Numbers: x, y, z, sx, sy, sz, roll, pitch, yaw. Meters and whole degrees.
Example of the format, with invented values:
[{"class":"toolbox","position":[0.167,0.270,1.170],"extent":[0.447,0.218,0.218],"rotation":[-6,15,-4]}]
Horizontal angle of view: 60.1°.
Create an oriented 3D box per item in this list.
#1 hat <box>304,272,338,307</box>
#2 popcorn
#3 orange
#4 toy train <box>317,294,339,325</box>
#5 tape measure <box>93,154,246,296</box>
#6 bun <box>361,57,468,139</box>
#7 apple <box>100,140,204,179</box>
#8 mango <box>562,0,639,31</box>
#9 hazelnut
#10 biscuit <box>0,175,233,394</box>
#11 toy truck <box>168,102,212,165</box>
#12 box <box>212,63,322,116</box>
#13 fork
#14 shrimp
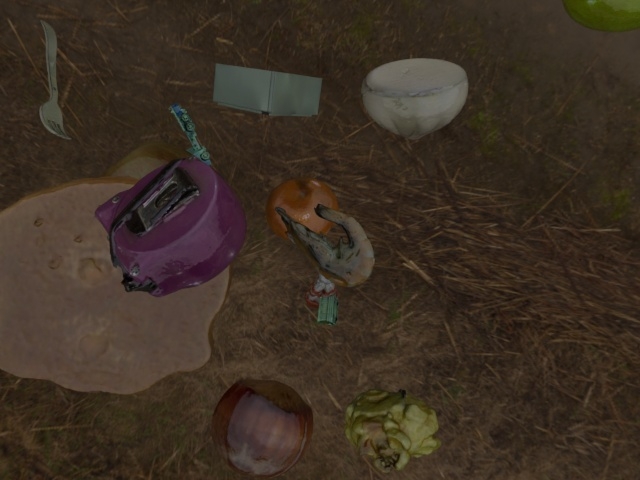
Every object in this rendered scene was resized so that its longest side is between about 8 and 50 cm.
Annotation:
[{"class":"hat","position":[0.009,0.148,1.779],"extent":[0.112,0.162,0.093],"rotation":[0,61,-7]},{"class":"popcorn","position":[0.197,0.526,1.559],"extent":[0.252,0.286,0.215],"rotation":[2,76,-51]},{"class":"orange","position":[-0.059,-0.096,1.814],"extent":[0.240,0.171,0.240],"rotation":[-4,65,8]},{"class":"toy train","position":[0.022,0.202,1.602],"extent":[0.056,0.038,0.093],"rotation":[-5,61,20]},{"class":"tape measure","position":[-0.131,-0.012,0.488],"extent":[0.125,0.118,0.074],"rotation":[-41,139,-6]},{"class":"bun","position":[0.125,-0.180,0.736],"extent":[0.138,0.138,0.094],"rotation":[-17,127,-9]},{"class":"apple","position":[-0.327,-0.070,1.126],"extent":[0.234,0.257,0.257],"rotation":[43,82,-14]},{"class":"mango","position":[0.538,-0.444,0.920],"extent":[0.273,0.185,0.149],"rotation":[-22,126,0]},{"class":"hazelnut","position":[-0.051,0.159,0.472],"extent":[0.086,0.086,0.086],"rotation":[0,88,-9]},{"class":"biscuit","position":[-0.344,0.075,0.923],"extent":[0.386,0.062,0.364],"rotation":[6,98,-10]},{"class":"toy truck","position":[-0.348,-0.259,1.417],"extent":[0.081,0.067,0.175],"rotation":[-28,124,-8]},{"class":"box","position":[-0.154,-0.438,1.626],"extent":[0.225,0.225,0.117],"rotation":[18,109,32]},{"class":"fork","position":[-0.391,-0.235,0.799],"extent":[0.028,0.034,0.219],"rotation":[-29,67,28]},{"class":"shrimp","position":[0.012,-0.009,1.196],"extent":[0.145,0.059,0.254],"rotation":[-43,84,25]}]
